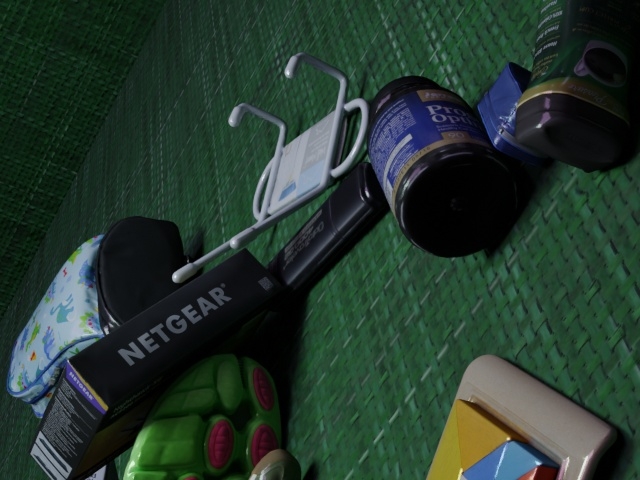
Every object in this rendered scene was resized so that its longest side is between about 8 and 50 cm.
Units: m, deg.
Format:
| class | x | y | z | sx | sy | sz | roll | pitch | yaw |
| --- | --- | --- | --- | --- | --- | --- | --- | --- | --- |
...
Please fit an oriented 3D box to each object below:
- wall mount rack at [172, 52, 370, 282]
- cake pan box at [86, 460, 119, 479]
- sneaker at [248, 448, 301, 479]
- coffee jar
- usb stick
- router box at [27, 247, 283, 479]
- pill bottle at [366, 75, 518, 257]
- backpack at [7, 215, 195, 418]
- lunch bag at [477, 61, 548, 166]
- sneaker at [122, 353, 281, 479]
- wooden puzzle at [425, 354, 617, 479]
| class | x | y | z | sx | sy | sz | roll | pitch | yaw |
| --- | --- | --- | --- | --- | --- | --- | --- | --- | --- |
| wall mount rack | -0.074 | -0.083 | 1.649 | 0.350 | 0.130 | 0.304 | -29 | 43 | 59 |
| cake pan box | -0.313 | 0.454 | 1.629 | 0.267 | 0.070 | 0.245 | -89 | -1 | -47 |
| sneaker | -0.059 | 0.337 | 1.323 | 0.086 | 0.064 | 0.192 | 32 | 99 | 60 |
| coffee jar | 0.232 | -0.156 | 1.051 | 0.079 | 0.096 | 0.184 | -27 | 44 | 63 |
| usb stick | 0.000 | 0.000 | 1.517 | 0.278 | 0.045 | 0.077 | -46 | 37 | 43 |
| router box | -0.211 | 0.166 | 1.527 | 0.309 | 0.081 | 0.243 | -34 | -16 | -40 |
| pill bottle | 0.115 | -0.086 | 1.222 | 0.123 | 0.123 | 0.219 | -59 | 24 | 22 |
| backpack | -0.378 | 0.167 | 2.017 | 0.355 | 0.273 | 0.290 | 116 | 155 | -44 |
| lunch bag | 0.193 | -0.120 | 1.145 | 0.065 | 0.067 | 0.098 | -55 | 24 | 28 |
| sneaker | -0.196 | 0.361 | 1.453 | 0.202 | 0.185 | 0.482 | -5 | 62 | 67 |
| wooden puzzle | 0.133 | 0.227 | 0.992 | 0.238 | 0.044 | 0.221 | -67 | 21 | 3 |
